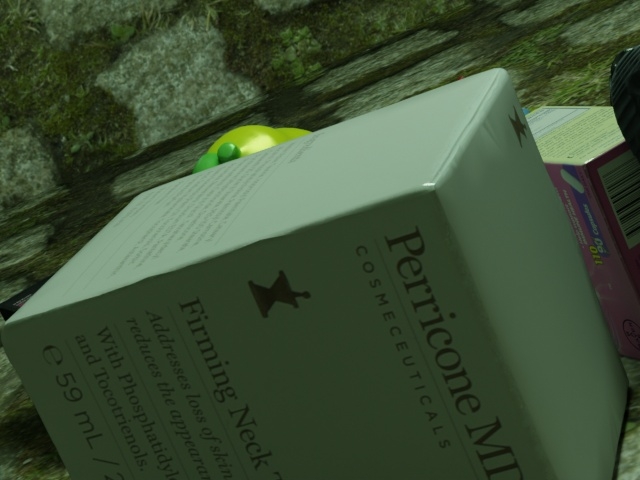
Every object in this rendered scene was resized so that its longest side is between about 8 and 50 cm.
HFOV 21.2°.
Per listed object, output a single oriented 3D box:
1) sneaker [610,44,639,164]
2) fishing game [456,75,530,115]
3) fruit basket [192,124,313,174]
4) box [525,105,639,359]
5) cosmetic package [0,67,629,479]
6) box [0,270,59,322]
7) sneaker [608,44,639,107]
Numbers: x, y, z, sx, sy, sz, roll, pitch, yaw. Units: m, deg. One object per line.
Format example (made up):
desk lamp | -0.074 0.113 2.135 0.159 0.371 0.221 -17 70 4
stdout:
sneaker | 0.391 -0.055 1.517 0.112 0.319 0.131 -46 -9 32
fishing game | 0.263 -0.114 2.021 0.041 0.264 0.189 -58 -3 26
fruit basket | 0.000 0.000 1.903 0.392 0.283 0.392 -17 1 0
box | 0.272 -0.011 1.667 0.117 0.213 0.243 -30 16 -19
cosmetic package | 0.014 0.098 1.457 0.393 0.329 0.327 -19 15 22
box | -0.269 0.127 2.114 0.143 0.165 0.270 -30 16 -22
sneaker | 0.425 -0.188 2.185 0.102 0.146 0.293 -20 16 16
